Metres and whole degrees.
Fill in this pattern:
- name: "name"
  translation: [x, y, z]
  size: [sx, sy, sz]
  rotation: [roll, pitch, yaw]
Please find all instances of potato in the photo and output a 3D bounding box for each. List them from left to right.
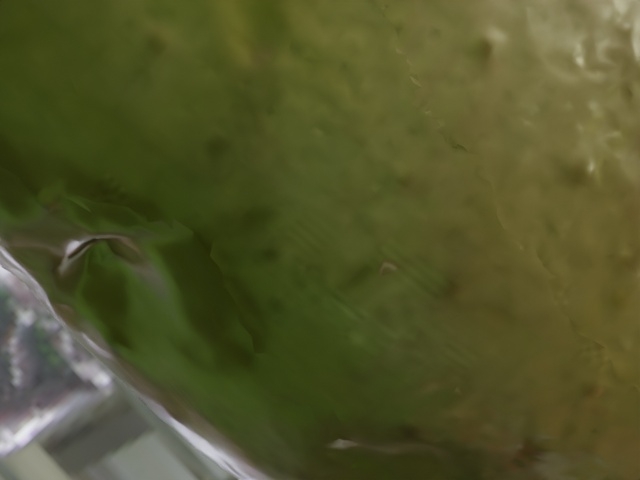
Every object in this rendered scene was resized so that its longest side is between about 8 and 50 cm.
- name: "potato"
  translation: [0.013, -0.072, 0.434]
  size: [0.242, 0.285, 0.242]
  rotation: [19, -17, 6]
